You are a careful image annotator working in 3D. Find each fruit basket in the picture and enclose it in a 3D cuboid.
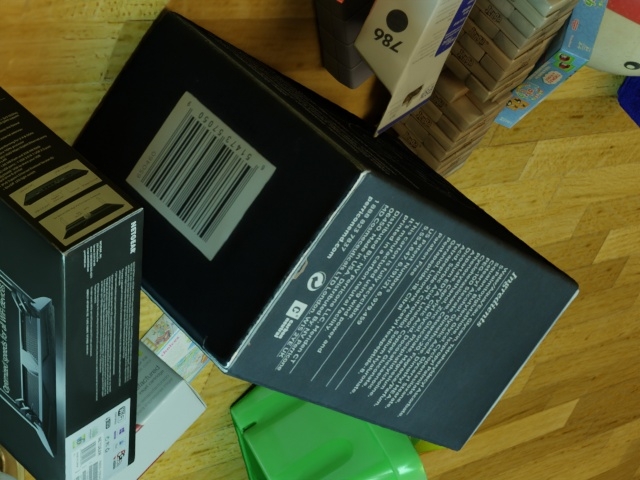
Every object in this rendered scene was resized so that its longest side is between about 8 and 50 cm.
[{"bbox_3d":[0.090,0.246,2.249,0.392,0.283,0.392,-22,146,-16],"label":"fruit basket"}]

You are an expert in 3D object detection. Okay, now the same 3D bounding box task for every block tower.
[{"bbox_3d":[0.157,-0.179,1.890,0.091,0.097,0.335,-35,167,-41],"label":"block tower"}]

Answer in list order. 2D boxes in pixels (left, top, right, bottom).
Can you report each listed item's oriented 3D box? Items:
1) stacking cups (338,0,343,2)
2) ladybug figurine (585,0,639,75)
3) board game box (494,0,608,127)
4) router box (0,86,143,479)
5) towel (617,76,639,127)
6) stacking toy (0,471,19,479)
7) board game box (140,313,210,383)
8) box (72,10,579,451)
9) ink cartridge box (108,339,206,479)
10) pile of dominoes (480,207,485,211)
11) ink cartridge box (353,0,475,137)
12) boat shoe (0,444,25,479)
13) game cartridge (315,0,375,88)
[{"bbox_3d":[0.081,-0.358,1.606,0.316,0.096,0.096,-62,152,5],"label":"stacking cups"},{"bbox_3d":[0.448,-0.378,2.108,0.305,0.162,0.449,-12,133,-51],"label":"ladybug figurine"},{"bbox_3d":[0.254,-0.230,1.961,0.211,0.039,0.160,139,-27,-67],"label":"board game box"},{"bbox_3d":[-0.252,0.033,1.453,0.081,0.243,0.309,-32,148,-33],"label":"router box"},{"bbox_3d":[0.497,-0.252,2.310,0.076,0.227,0.308,12,118,-23],"label":"towel"},{"bbox_3d":[-0.334,0.428,1.799,0.350,0.350,0.480,-24,128,-42],"label":"stacking toy"},{"bbox_3d":[-0.178,0.144,1.936,0.154,0.026,0.103,-48,153,-6],"label":"board game box"},{"bbox_3d":[0.000,0.000,1.679,0.395,0.293,0.212,24,103,-51],"label":"box"},{"bbox_3d":[-0.217,0.141,1.712,0.127,0.175,0.072,-46,150,-11],"label":"ink cartridge box"},{"bbox_3d":[0.039,0.023,2.028,0.196,0.040,0.251,11,133,-35],"label":"pile of dominoes"},{"bbox_3d":[0.121,-0.265,1.681,0.332,0.065,0.165,-64,168,24],"label":"ink cartridge box"},{"bbox_3d":[-0.336,0.251,1.798,0.048,0.056,0.153,-21,149,-43],"label":"boat shoe"},{"bbox_3d":[0.136,-0.327,1.812,0.355,0.068,0.230,-41,147,-19],"label":"game cartridge"}]
